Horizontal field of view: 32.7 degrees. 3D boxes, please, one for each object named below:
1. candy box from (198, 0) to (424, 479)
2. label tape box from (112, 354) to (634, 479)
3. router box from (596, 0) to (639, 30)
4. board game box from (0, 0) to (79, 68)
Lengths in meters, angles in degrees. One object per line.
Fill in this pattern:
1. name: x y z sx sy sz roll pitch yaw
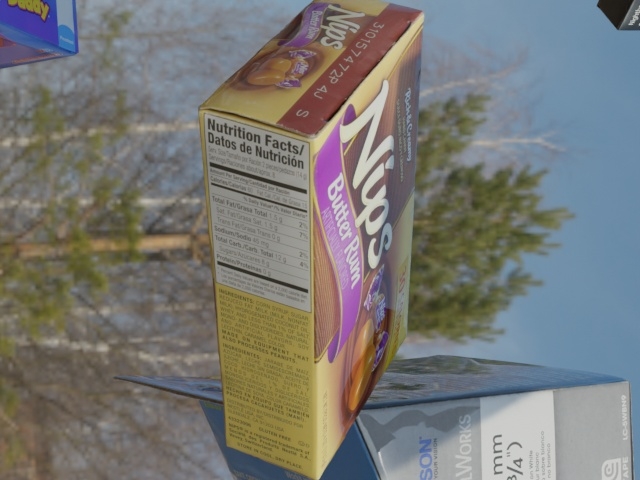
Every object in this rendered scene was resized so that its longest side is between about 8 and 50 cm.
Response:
1. candy box: 0.000 0.000 0.477 0.109 0.053 0.187 -52 152 -45
2. label tape box: 0.038 0.156 0.849 0.240 0.333 0.106 -2 -92 57
3. router box: 0.343 -0.270 0.966 0.179 0.133 0.046 108 -32 -43
4. board game box: -0.406 -0.184 0.869 0.233 0.347 0.078 14 71 -71
